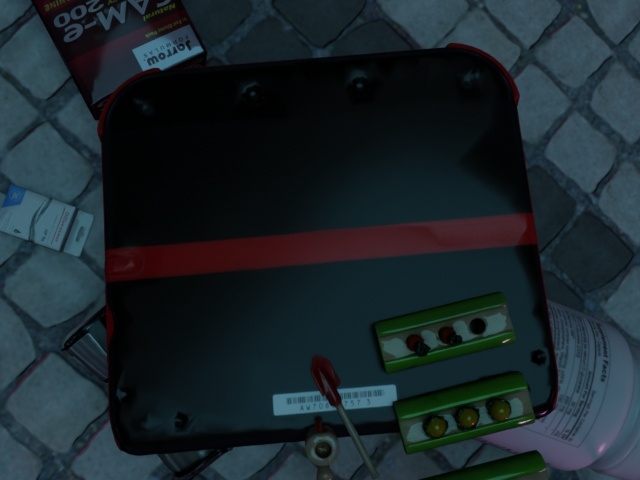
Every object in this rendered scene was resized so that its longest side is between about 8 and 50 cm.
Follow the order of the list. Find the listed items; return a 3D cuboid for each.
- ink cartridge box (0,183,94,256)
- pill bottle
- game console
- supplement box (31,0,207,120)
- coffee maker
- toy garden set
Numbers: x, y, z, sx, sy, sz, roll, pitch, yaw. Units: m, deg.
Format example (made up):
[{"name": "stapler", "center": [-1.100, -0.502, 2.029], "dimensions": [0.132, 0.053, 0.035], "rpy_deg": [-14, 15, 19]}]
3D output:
[{"name": "ink cartridge box", "center": [-0.274, -0.019, 0.792], "dimensions": [0.083, 0.028, 0.048], "rpy_deg": [20, 83, -9]}, {"name": "pill bottle", "center": [0.208, 0.136, 0.802], "dimensions": [0.283, 0.160, 0.160], "rpy_deg": [21, 83, -8]}, {"name": "game console", "center": [0.000, 0.000, 0.704], "dimensions": [0.387, 0.060, 0.341], "rpy_deg": [-5, 82, 0]}, {"name": "supplement box", "center": [-0.226, -0.258, 0.794], "dimensions": [0.130, 0.073, 0.239], "rpy_deg": [-29, 93, -11]}, {"name": "coffee maker", "center": [-0.130, 0.113, 0.778], "dimensions": [0.171, 0.120, 0.178], "rpy_deg": [-40, 95, -34]}, {"name": "toy garden set", "center": [0.078, 0.184, 0.629], "dimensions": [0.204, 0.049, 0.244], "rpy_deg": [-14, 90, -1]}]
